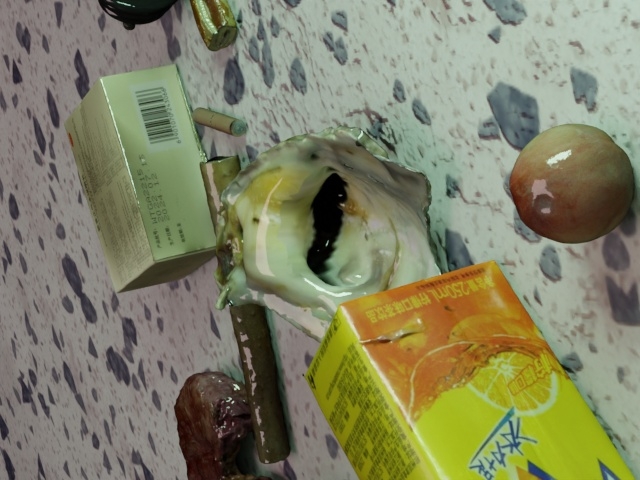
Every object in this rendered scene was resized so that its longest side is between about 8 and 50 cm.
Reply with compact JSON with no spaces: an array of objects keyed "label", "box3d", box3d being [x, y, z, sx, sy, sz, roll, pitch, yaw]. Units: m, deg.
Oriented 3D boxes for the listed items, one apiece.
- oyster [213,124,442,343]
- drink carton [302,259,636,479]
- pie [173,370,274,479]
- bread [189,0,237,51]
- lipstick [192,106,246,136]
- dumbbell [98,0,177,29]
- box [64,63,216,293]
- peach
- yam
[{"label":"oyster","box3d":[0.009,-0.002,1.346,0.271,0.100,0.275,51,132,36]},{"label":"drink carton","box3d":[0.136,0.194,1.129,0.351,0.155,0.111,60,150,28]},{"label":"pie","box3d":[-0.100,0.250,1.739,0.204,0.054,0.218,-10,97,65]},{"label":"bread","box3d":[-0.111,-0.231,1.531,0.083,0.036,0.047,69,156,18]},{"label":"lipstick","box3d":[-0.105,-0.122,1.593,0.094,0.019,0.019,25,125,59]},{"label":"dumbbell","box3d":[-0.179,-0.291,1.561,0.099,0.099,0.208,59,149,29]},{"label":"box","box3d":[-0.195,-0.064,1.715,0.168,0.095,0.212,-30,76,61]},{"label":"peach","box3d":[0.167,-0.037,1.041,0.083,0.083,0.083,39,136,50]},{"label":"yam","box3d":[-0.074,0.073,1.608,0.045,0.045,0.326,-4,104,27]}]
